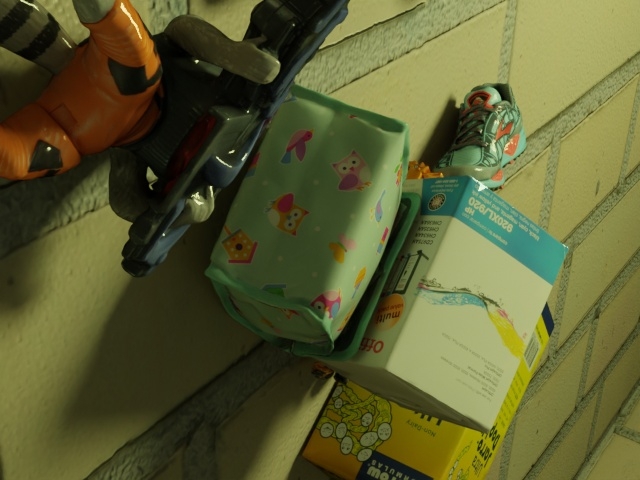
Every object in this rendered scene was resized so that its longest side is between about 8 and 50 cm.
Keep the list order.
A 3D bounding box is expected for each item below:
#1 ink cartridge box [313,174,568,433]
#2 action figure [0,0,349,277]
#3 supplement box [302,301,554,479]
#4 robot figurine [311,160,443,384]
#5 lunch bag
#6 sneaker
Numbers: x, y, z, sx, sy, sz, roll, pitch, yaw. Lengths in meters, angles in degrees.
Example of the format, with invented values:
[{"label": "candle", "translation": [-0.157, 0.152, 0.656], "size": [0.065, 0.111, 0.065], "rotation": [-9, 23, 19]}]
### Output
[{"label": "ink cartridge box", "translation": [0.129, 0.069, 1.130], "size": [0.168, 0.171, 0.233], "rotation": [33, 75, -27]}, {"label": "action figure", "translation": [-0.119, -0.145, 0.731], "size": [0.341, 0.178, 0.330], "rotation": [-49, 160, 14]}, {"label": "supplement box", "translation": [0.161, 0.204, 1.400], "size": [0.357, 0.194, 0.195], "rotation": [-62, 151, -15]}, {"label": "robot figurine", "translation": [0.075, 0.051, 1.270], "size": [0.291, 0.085, 0.211], "rotation": [-62, 149, -15]}, {"label": "lunch bag", "translation": [0.000, 0.000, 1.041], "size": [0.262, 0.160, 0.223], "rotation": [74, 38, -71]}, {"label": "sneaker", "translation": [0.212, -0.149, 1.384], "size": [0.262, 0.104, 0.125], "rotation": [-48, 134, -56]}]
